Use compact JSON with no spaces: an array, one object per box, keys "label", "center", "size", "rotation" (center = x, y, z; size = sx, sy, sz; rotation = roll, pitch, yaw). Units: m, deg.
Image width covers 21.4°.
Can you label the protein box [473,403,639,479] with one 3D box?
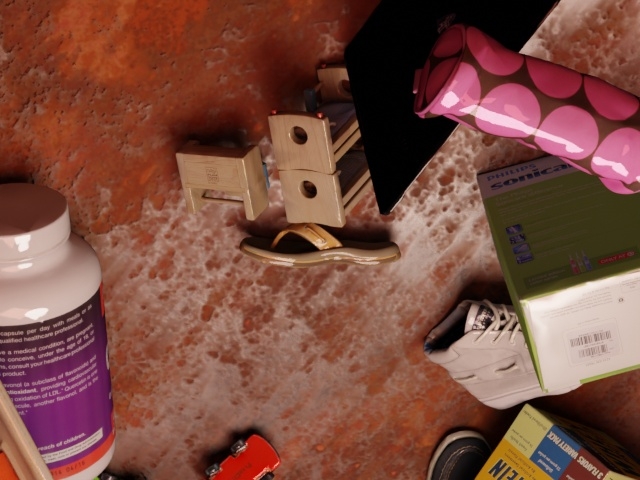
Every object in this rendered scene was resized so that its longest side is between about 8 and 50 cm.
[{"label":"protein box","center":[0.276,0.321,1.956],"size":[0.201,0.136,0.199],"rotation":[24,102,-51]}]

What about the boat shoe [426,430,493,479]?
[{"label":"boat shoe","center":[0.170,0.351,2.063],"size":[0.095,0.079,0.254],"rotation":[4,118,-7]}]

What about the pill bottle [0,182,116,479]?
[{"label":"pill bottle","center":[-0.320,0.108,1.833],"size":[0.182,0.181,0.323],"rotation":[-2,119,-4]}]

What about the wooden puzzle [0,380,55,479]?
[{"label":"wooden puzzle","center":[-0.418,0.220,1.792],"size":[0.322,0.080,0.347],"rotation":[-15,101,47]}]

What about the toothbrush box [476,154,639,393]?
[{"label":"toothbrush box","center":[0.294,0.014,1.777],"size":[0.206,0.283,0.122],"rotation":[-16,119,3]}]

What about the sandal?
[{"label":"sandal","center":[0.000,0.000,1.870],"size":[0.180,0.072,0.049],"rotation":[1,103,-7]}]

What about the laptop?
[{"label":"laptop","center":[0.243,-0.214,1.595],"size":[0.408,0.382,0.236],"rotation":[-1,119,-5]}]

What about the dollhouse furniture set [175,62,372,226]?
[{"label":"dollhouse furniture set","center":[-0.043,-0.107,1.796],"size":[0.184,0.129,0.129],"rotation":[6,121,26]}]

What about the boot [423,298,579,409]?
[{"label":"boot","center":[0.216,0.111,1.879],"size":[0.123,0.095,0.258],"rotation":[32,145,-16]}]

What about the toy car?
[{"label":"toy car","center":[-0.178,0.324,2.014],"size":[0.225,0.053,0.239],"rotation":[15,87,4]}]

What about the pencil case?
[{"label":"pencil case","center":[0.180,-0.106,1.380],"size":[0.209,0.098,0.095],"rotation":[22,70,-15]}]
